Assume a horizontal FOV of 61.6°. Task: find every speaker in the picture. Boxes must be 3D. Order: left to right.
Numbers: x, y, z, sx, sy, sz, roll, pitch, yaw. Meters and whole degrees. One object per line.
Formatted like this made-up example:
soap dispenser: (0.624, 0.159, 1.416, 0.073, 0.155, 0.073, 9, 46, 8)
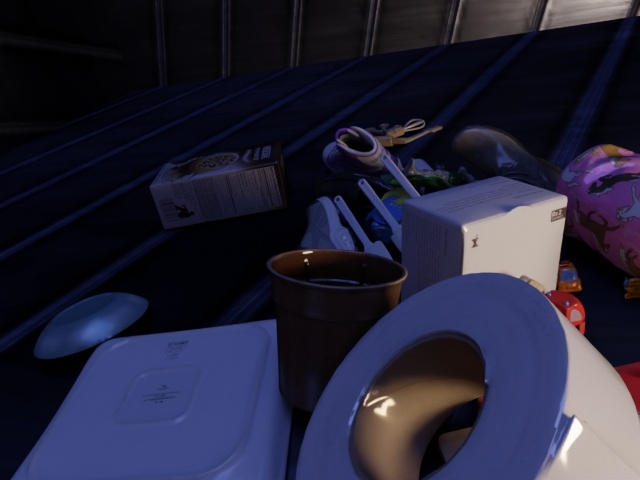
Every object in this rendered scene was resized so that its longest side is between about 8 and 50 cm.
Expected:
speaker: (0.230, -0.132, 1.170, 0.055, 0.055, 0.136, -14, 28, -3)

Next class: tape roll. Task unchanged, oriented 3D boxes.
tape roll: (0.110, 0.166, 0.462, 0.286, 0.100, 0.286, -41, 19, 18)

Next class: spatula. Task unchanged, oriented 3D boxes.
spatula: (0.121, -0.047, 0.953, 0.168, 0.019, 0.242, -42, 44, 14)

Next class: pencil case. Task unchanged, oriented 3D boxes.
pencil case: (0.499, -0.017, 0.738, 0.167, 0.159, 0.386, -11, 26, -16)

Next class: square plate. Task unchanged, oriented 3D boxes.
square plate: (-0.205, 0.216, 0.698, 0.348, 0.049, 0.344, -8, 28, 8)

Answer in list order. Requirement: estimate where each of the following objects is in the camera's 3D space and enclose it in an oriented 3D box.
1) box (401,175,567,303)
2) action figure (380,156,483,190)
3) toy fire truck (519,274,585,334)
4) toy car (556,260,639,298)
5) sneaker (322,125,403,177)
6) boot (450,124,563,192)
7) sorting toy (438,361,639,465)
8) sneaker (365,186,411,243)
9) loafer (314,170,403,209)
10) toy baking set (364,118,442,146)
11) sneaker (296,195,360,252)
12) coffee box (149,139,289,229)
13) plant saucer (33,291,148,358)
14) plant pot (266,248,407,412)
box: (0.215, 0.025, 0.724, 0.181, 0.181, 0.119, -15, 26, -25)
action figure: (0.252, -0.117, 1.053, 0.233, 0.063, 0.137, 9, 7, -28)
toy fire truck: (0.242, 0.092, 0.658, 0.192, 0.135, 0.047, -22, 29, -17)
toy car: (0.396, 0.049, 0.779, 0.122, 0.040, 0.060, 0, 30, 23)
sneaker: (0.069, -0.220, 1.264, 0.102, 0.161, 0.282, -55, 38, -7)
boot: (0.346, -0.124, 0.993, 0.247, 0.083, 0.161, 29, 37, 9)
sorting toy: (0.260, 0.222, 0.458, 0.258, 0.089, 0.255, -12, 28, -1)
sneaker: (0.173, -0.024, 0.976, 0.126, 0.091, 0.240, -37, 28, -19)
loafer: (0.084, -0.105, 1.154, 0.224, 0.076, 0.078, 6, 25, 24)
toy baking set: (0.208, -0.313, 1.543, 0.257, 0.030, 0.196, 4, 31, 28)
sneaker: (0.000, 0.000, 0.973, 0.108, 0.100, 0.271, -21, 27, -1)
coffee box: (-0.230, -0.136, 1.289, 0.298, 0.118, 0.168, -11, 27, 3)
plant saucer: (-0.391, 0.129, 0.907, 0.195, 0.037, 0.195, -16, 17, 5)
plant pot: (0.015, 0.108, 0.656, 0.167, 0.165, 0.167, 3, 14, -1)
